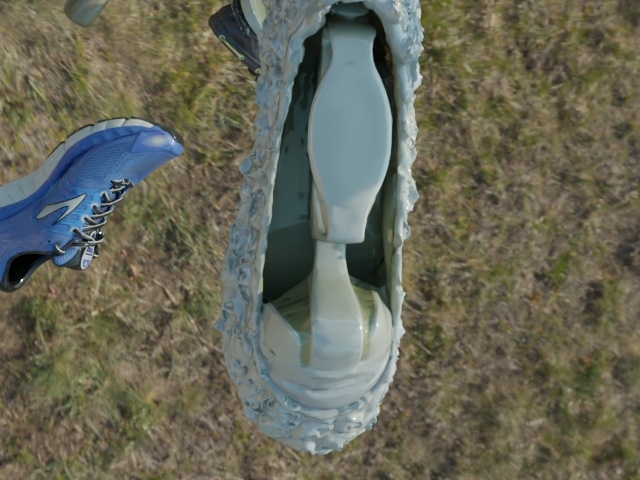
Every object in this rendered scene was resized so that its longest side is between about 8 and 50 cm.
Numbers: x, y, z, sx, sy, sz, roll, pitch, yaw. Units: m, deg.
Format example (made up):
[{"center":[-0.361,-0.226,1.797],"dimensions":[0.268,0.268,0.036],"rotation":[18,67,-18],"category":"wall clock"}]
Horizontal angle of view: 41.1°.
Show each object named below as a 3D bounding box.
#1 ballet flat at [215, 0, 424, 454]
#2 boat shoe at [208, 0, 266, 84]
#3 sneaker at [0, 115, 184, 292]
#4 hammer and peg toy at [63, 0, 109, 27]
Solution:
[{"center":[0.000,0.000,0.599],"dimensions":[0.146,0.147,0.409],"rotation":[-7,113,-22],"category":"ballet flat"},{"center":[-0.070,-0.248,1.148],"dimensions":[0.068,0.081,0.228],"rotation":[-20,152,16],"category":"boat shoe"},{"center":[-0.309,-0.040,1.117],"dimensions":[0.330,0.129,0.147],"rotation":[-32,76,12],"category":"sneaker"},{"center":[-0.141,-0.313,0.623],"dimensions":[0.127,0.361,0.266],"rotation":[40,96,-27],"category":"hammer and peg toy"}]
